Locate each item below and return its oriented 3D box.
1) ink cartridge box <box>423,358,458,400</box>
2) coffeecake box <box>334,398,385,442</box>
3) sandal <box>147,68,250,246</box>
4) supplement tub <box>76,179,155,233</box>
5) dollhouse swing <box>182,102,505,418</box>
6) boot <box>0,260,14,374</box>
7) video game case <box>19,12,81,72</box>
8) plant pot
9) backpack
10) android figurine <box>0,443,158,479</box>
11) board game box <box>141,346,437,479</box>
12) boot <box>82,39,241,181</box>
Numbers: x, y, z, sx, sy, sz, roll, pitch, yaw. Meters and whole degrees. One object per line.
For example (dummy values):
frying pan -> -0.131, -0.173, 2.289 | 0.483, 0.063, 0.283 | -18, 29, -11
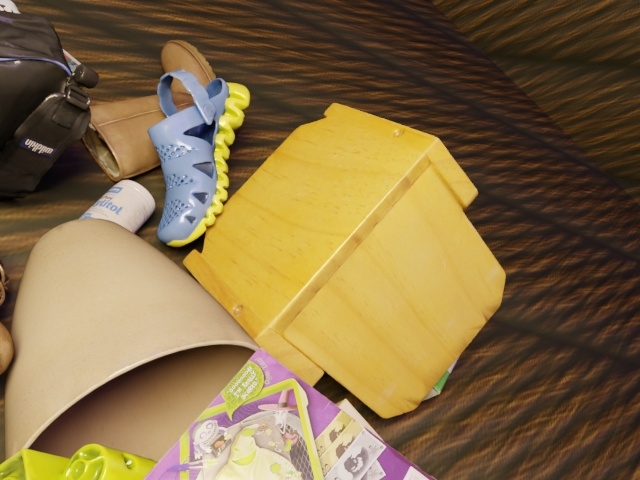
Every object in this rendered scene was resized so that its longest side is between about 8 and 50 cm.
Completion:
ink cartridge box -> 0.178, 0.162, 0.855 | 0.153, 0.087, 0.208 | 46, 47, 5
coffeecake box -> 0.017, 0.338, 0.640 | 0.142, 0.068, 0.185 | 48, 46, 5
sandal -> -0.214, -0.142, 0.745 | 0.138, 0.126, 0.317 | 27, 57, -40
supplement tub -> -0.302, -0.032, 0.693 | 0.071, 0.071, 0.107 | 33, 47, -9
dollhouse swing -> 0.055, 0.039, 0.740 | 0.315, 0.347, 0.305 | 35, -9, 44
boot -> -0.372, 0.046, 0.486 | 0.305, 0.112, 0.115 | 20, 28, 34
video game case -> -0.518, -0.291, 0.769 | 0.183, 0.023, 0.201 | 40, 45, -2
plant pot -> -0.233, 0.104, 0.541 | 0.256, 0.256, 0.274 | -10, 46, -37
backpack -> -0.450, -0.160, 0.557 | 0.276, 0.263, 0.213 | -5, 55, -43
android figurine -> -0.254, 0.265, 0.405 | 0.248, 0.273, 0.056 | -35, 51, -6
board game box -> -0.076, 0.268, 0.345 | 0.208, 0.056, 0.347 | 36, 53, 10
boot -> -0.300, -0.245, 0.835 | 0.236, 0.089, 0.269 | 50, 48, 8
